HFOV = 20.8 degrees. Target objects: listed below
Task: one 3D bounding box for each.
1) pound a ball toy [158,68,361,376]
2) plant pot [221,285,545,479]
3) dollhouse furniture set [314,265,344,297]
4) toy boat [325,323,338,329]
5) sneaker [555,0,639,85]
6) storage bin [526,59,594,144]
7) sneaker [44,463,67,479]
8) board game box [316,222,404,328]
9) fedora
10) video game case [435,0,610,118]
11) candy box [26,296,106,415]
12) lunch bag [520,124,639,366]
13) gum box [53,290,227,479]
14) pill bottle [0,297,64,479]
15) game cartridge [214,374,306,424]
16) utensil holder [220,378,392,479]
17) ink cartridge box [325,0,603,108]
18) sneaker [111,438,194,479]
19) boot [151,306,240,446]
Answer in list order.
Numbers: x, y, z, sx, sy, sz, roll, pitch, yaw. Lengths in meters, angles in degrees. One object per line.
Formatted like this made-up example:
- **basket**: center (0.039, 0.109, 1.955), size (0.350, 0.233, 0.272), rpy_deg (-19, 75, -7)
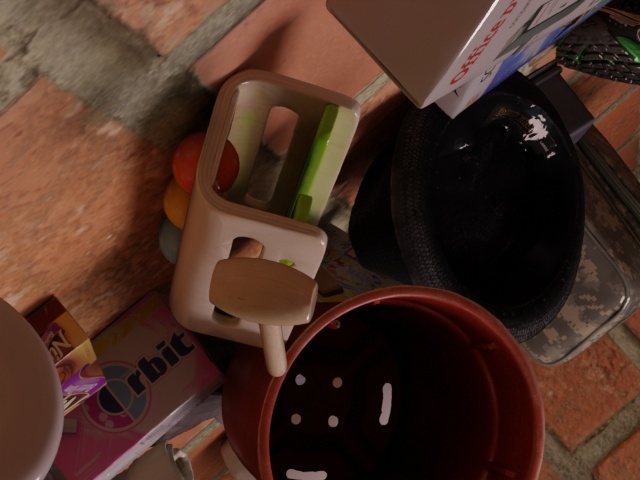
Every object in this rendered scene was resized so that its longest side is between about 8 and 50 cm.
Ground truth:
- **pound a ball toy**: center (-0.069, 0.005, 1.391), size (0.319, 0.136, 0.208), rpy_deg (111, -6, -67)
- **plant pot**: center (0.035, 0.169, 1.660), size (0.272, 0.272, 0.265), rpy_deg (-38, -167, -13)
- **dollhouse furniture set**: center (0.000, 0.000, 1.752), size (0.081, 0.114, 0.091), rpy_deg (-44, 167, -6)
- **toy boat**: center (0.127, 0.068, 2.061), size (0.318, 0.148, 0.267), rpy_deg (-38, 132, -59)
- **sneaker**: center (0.391, -0.262, 2.104), size (0.343, 0.134, 0.146), rpy_deg (-9, 111, -58)
- **storage bin**: center (0.263, -0.142, 2.136), size (0.135, 0.091, 0.098), rpy_deg (-31, 165, -39)
- **sneaker**: center (-0.343, 0.311, 1.819), size (0.281, 0.105, 0.115), rpy_deg (-32, 166, -41)
- **board game box**: center (0.030, 0.047, 1.936), size (0.103, 0.154, 0.026), rpy_deg (-34, 139, -32)
- **fedora**: center (0.141, -0.033, 1.859), size (0.153, 0.334, 0.334), rpy_deg (-10, -167, 42)
- **video game case**: center (0.231, -0.257, 1.661), size (0.269, 0.061, 0.244), rpy_deg (-37, 169, -21)
- **candy box**: center (-0.252, 0.122, 1.533), size (0.109, 0.053, 0.186), rpy_deg (-38, 167, -13)
- **lunch bag**: center (0.333, -0.023, 2.310), size (0.256, 0.305, 0.212), rpy_deg (-22, 161, -49)
- **gum box**: center (-0.190, 0.146, 1.686), size (0.188, 0.107, 0.062), rpy_deg (-40, 169, -4)
- **pill bottle**: center (-0.309, 0.178, 1.206), size (0.188, 0.188, 0.334), rpy_deg (-32, 166, -39)
- **game cartridge**: center (-0.002, 0.125, 2.374), size (0.230, 0.068, 0.355), rpy_deg (-42, 170, 27)
- **utensil holder**: center (0.086, 0.314, 2.706), size (0.385, 0.327, 0.327), rpy_deg (-40, 169, 2)
- **ink cartridge box**: center (0.168, -0.249, 1.320), size (0.289, 0.121, 0.211), rpy_deg (-32, 166, -35)
- **sneaker**: center (-0.219, 0.297, 1.960), size (0.169, 0.108, 0.292), rpy_deg (-35, -165, -15)
- **boot**: center (-0.144, 0.160, 1.912), size (0.223, 0.118, 0.338), rpy_deg (-36, 164, 21)
